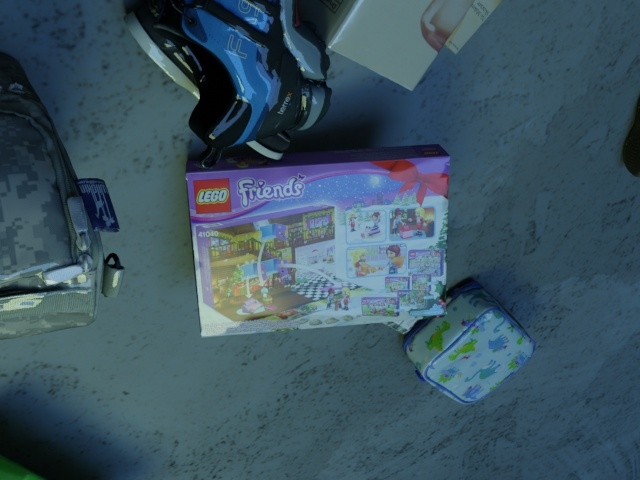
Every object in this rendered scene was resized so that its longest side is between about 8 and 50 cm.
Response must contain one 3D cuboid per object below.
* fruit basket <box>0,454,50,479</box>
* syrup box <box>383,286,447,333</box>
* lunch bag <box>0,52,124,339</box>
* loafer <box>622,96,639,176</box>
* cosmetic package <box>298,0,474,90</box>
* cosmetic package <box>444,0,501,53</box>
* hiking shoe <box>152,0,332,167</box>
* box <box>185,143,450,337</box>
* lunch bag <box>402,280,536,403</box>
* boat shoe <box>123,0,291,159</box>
[{"bbox_3d":[-0.454,0.420,1.044,0.392,0.283,0.392,11,149,7],"label":"fruit basket"},{"bbox_3d":[0.058,0.033,1.099,0.093,0.096,0.237,-48,135,11],"label":"syrup box"},{"bbox_3d":[-0.342,-0.007,0.674,0.305,0.256,0.212,-12,133,-26],"label":"lunch bag"},{"bbox_3d":[0.505,-0.161,1.255,0.050,0.056,0.148,-14,134,-15],"label":"loafer"},{"bbox_3d":[0.097,-0.313,0.772,0.129,0.153,0.296,17,117,-41],"label":"cosmetic package"},{"bbox_3d":[0.167,-0.277,0.934,0.060,0.041,0.115,25,111,-45],"label":"cosmetic package"},{"bbox_3d":[-0.083,-0.222,0.695,0.132,0.113,0.304,-27,112,-27],"label":"hiking shoe"},{"bbox_3d":[0.000,0.000,0.948,0.293,0.057,0.201,-4,112,-6],"label":"box"},{"bbox_3d":[0.244,0.176,1.360,0.176,0.090,0.219,-45,138,8],"label":"lunch bag"},{"bbox_3d":[-0.092,-0.163,0.830,0.079,0.084,0.233,-42,134,4],"label":"boat shoe"}]
